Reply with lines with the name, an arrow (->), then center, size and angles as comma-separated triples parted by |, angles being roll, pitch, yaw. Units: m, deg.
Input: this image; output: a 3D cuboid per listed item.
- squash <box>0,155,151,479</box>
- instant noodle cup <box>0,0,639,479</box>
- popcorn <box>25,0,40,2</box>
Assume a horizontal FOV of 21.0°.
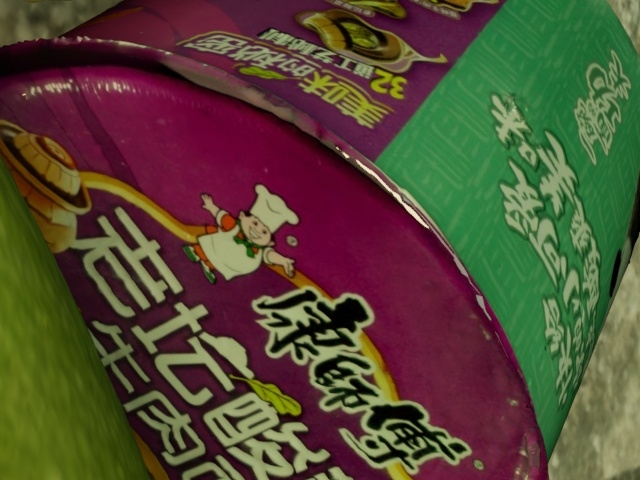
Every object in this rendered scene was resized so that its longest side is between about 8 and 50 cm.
squash -> -0.135, 0.146, 0.423 | 0.310, 0.310, 0.309 | -55, 128, -31
instant noodle cup -> 0.000, 0.000, 0.613 | 0.190, 0.251, 0.251 | -49, 123, -45
popcorn -> -0.100, -0.203, 0.531 | 0.255, 0.195, 0.256 | 3, 93, -9
